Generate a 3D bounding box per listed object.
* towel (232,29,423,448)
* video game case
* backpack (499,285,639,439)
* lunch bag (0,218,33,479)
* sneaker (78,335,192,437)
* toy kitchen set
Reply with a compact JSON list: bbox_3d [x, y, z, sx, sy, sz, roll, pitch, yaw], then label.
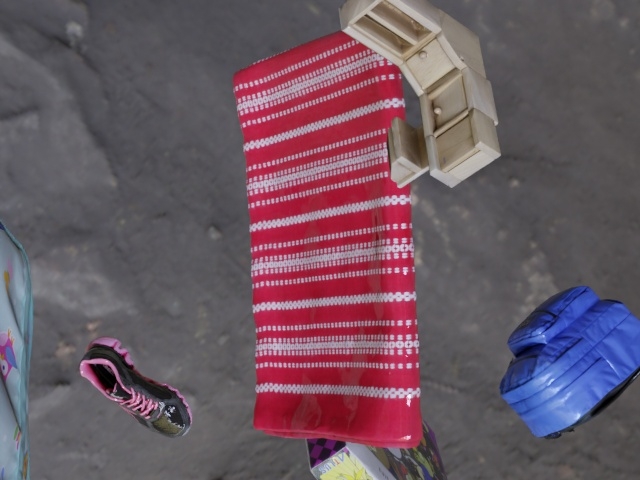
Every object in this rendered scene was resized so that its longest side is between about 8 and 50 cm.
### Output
[{"bbox_3d":[0.000,0.000,0.875,0.031,0.199,0.275,-3,89,-31],"label":"towel"},{"bbox_3d":[0.051,0.181,1.121,0.210,0.042,0.232,52,13,-26],"label":"video game case"},{"bbox_3d":[0.210,0.108,1.122,0.101,0.098,0.120,46,65,5],"label":"backpack"},{"bbox_3d":[-0.284,0.098,0.963,0.108,0.224,0.279,-4,66,7],"label":"lunch bag"},{"bbox_3d":[-0.167,0.136,1.146,0.119,0.047,0.057,38,11,1],"label":"sneaker"},{"bbox_3d":[0.038,-0.072,0.659,0.075,0.068,0.083,27,43,-36],"label":"toy kitchen set"}]
